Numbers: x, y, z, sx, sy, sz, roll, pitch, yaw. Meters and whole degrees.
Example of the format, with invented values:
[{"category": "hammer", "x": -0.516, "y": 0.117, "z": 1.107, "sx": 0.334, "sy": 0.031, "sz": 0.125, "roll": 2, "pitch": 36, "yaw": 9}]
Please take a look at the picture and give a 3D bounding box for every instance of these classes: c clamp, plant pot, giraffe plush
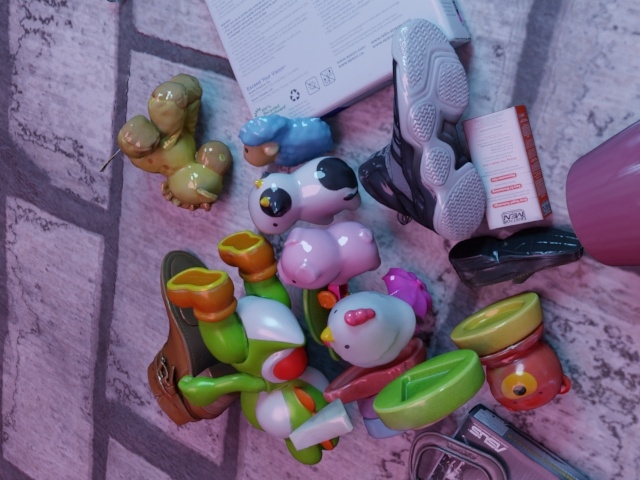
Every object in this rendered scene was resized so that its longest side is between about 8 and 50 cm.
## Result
[{"category": "c clamp", "x": 0.184, "y": 0.338, "z": 0.960, "sx": 0.161, "sy": 0.022, "sz": 0.137, "roll": 25, "pitch": 107, "yaw": 26}, {"category": "plant pot", "x": 0.366, "y": -0.054, "z": 0.728, "sx": 0.180, "sy": 0.201, "sz": 0.201, "roll": -21, "pitch": 92, "yaw": 51}, {"category": "giraffe plush", "x": -0.214, "y": -0.128, "z": 1.101, "sx": 0.170, "sy": 0.181, "sz": 0.210, "roll": 41, "pitch": 113, "yaw": -8}]

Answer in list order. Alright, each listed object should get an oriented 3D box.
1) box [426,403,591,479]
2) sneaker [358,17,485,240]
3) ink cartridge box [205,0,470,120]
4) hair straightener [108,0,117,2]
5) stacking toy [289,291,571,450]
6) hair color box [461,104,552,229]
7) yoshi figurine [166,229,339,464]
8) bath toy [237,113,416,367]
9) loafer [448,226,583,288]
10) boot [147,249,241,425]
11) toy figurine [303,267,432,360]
[{"category": "box", "x": 0.262, "y": 0.364, "z": 0.963, "sx": 0.231, "sy": 0.056, "sz": 0.183, "roll": 34, "pitch": 110, "yaw": 23}, {"category": "sneaker", "x": 0.106, "y": -0.130, "z": 0.882, "sx": 0.153, "sy": 0.101, "sz": 0.268, "roll": 9, "pitch": 120, "yaw": 54}, {"category": "ink cartridge box", "x": -0.008, "y": -0.341, "z": 0.950, "sx": 0.324, "sy": 0.071, "sz": 0.330, "roll": -22, "pitch": 89, "yaw": 36}, {"category": "hair straightener", "x": -0.310, "y": -0.489, "z": 1.114, "sx": 0.089, "sy": 0.047, "sz": 0.230, "roll": 25, "pitch": 116, "yaw": 25}, {"category": "stacking toy", "x": 0.140, "y": 0.208, "z": 0.889, "sx": 0.309, "sy": 0.279, "sz": 0.130, "roll": -28, "pitch": 92, "yaw": 36}, {"category": "hair color box", "x": 0.232, "y": -0.090, "z": 0.882, "sx": 0.072, "sy": 0.043, "sz": 0.141, "roll": -11, "pitch": 96, "yaw": 35}, {"category": "yoshi figurine", "x": -0.094, "y": 0.174, "z": 1.056, "sx": 0.204, "sy": 0.203, "sz": 0.362, "roll": -20, "pitch": 112, "yaw": 8}, {"category": "bath toy", "x": 0.000, "y": 0.000, "z": 0.915, "sx": 0.151, "sy": 0.129, "sz": 0.348, "roll": -28, "pitch": 68, "yaw": 11}, {"category": "loafer", "x": 0.251, "y": 0.025, "z": 0.901, "sx": 0.170, "sy": 0.062, "sz": 0.061, "roll": -6, "pitch": 122, "yaw": 37}, {"category": "boot", "x": -0.240, "y": 0.178, "z": 1.239, "sx": 0.220, "sy": 0.109, "sz": 0.283, "roll": -37, "pitch": 78, "yaw": 47}, {"category": "toy figurine", "x": 0.080, "y": 0.100, "z": 1.005, "sx": 0.159, "sy": 0.130, "sz": 0.173, "roll": -3, "pitch": 124, "yaw": 24}]
